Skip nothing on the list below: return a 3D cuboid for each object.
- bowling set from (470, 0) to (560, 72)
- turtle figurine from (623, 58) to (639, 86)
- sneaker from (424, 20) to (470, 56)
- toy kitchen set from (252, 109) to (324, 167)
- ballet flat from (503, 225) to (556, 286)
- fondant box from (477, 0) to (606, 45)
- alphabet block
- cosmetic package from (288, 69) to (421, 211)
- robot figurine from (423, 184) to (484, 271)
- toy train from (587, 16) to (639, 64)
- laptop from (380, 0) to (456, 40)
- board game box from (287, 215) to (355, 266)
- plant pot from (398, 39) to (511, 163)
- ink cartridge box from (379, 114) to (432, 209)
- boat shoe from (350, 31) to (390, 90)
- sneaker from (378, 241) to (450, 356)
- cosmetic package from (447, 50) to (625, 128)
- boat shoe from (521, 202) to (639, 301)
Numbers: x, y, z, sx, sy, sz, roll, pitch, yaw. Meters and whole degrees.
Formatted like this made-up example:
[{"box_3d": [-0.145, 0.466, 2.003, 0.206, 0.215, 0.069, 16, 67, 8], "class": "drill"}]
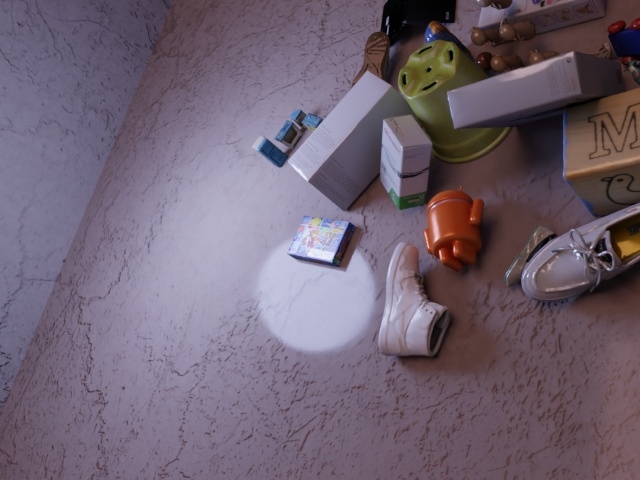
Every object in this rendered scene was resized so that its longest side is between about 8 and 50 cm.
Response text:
[{"box_3d": [0.481, -0.514, 1.806, 0.287, 0.154, 0.200, 55, 133, 14], "class": "bowling set"}, {"box_3d": [0.770, -0.332, 1.479, 0.234, 0.175, 0.118, -111, 26, -74], "class": "turtle figurine"}, {"box_3d": [0.341, -0.527, 1.912, 0.131, 0.296, 0.112, -43, 75, 20], "class": "sneaker"}, {"box_3d": [-0.098, -0.350, 2.285, 0.166, 0.122, 0.207, 31, 87, 49], "class": "toy kitchen set"}, {"box_3d": [0.484, 0.040, 1.543, 0.052, 0.057, 0.168, 29, 85, 39], "class": "ballet flat"}, {"box_3d": [0.624, -0.700, 1.877, 0.330, 0.096, 0.238, -5, 61, 42], "class": "fondant box"}, {"box_3d": [0.651, -0.188, 1.441, 0.197, 0.192, 0.193, -13, 58, 38], "class": "alphabet block"}, {"box_3d": [0.108, -0.294, 2.006, 0.365, 0.197, 0.155, -48, 41, 5], "class": "cosmetic package"}, {"box_3d": [0.334, -0.035, 1.676, 0.128, 0.158, 0.219, 1, 55, -3], "class": "robot figurine"}, {"box_3d": [0.770, -0.503, 1.622, 0.143, 0.105, 0.248, -33, 15, -4], "class": "toy train"}, {"box_3d": [0.322, -0.763, 2.258, 0.264, 0.136, 0.234, -39, 36, 55], "class": "laptop"}, {"box_3d": [0.000, 0.000, 2.028, 0.201, 0.035, 0.136, 10, 71, 46], "class": "board game box"}, {"box_3d": [0.347, -0.388, 1.803, 0.276, 0.254, 0.276, -22, 51, 30], "class": "plant pot"}, {"box_3d": [0.229, -0.214, 1.826, 0.086, 0.208, 0.153, -12, 45, -11], "class": "ink cartridge box"}, {"box_3d": [0.174, -0.530, 2.187, 0.104, 0.089, 0.285, 16, 85, 21], "class": "boat shoe"}, {"box_3d": [0.250, 0.145, 1.659, 0.169, 0.108, 0.293, -3, 71, 40], "class": "sneaker"}, {"box_3d": [0.506, -0.336, 1.547, 0.284, 0.377, 0.097, -8, 93, 38], "class": "cosmetic package"}, {"box_3d": [0.576, 0.023, 1.370, 0.367, 0.156, 0.136, -28, 80, 22], "class": "boat shoe"}]
